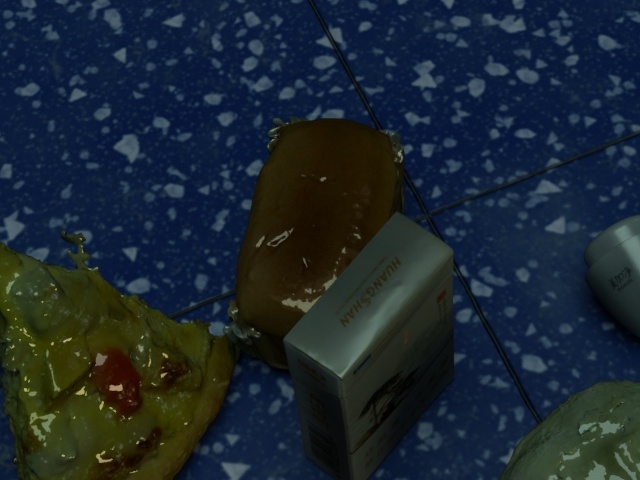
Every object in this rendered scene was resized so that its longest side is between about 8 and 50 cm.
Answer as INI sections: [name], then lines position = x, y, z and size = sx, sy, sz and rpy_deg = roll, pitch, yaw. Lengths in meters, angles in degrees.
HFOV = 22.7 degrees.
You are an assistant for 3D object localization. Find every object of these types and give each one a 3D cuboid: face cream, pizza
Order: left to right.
[pizza]
position = -0.202, 0.112, 1.335
size = 0.075, 0.288, 0.280
rpy_deg = 4, 51, 43
[face cream]
position = 0.291, 0.032, 1.447
size = 0.091, 0.091, 0.095
rpy_deg = -24, 67, -10

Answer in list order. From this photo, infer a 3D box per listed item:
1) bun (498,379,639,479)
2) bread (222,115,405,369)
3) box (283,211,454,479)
[bun]
position = 0.264, 0.226, 1.270
size = 0.239, 0.141, 0.239
rpy_deg = 0, 89, -7
[bread]
position = 0.000, 0.000, 1.483
size = 0.136, 0.107, 0.241
rpy_deg = 6, 59, 12
[box]
position = 0.046, 0.099, 1.341
size = 0.067, 0.233, 0.149
rpy_deg = 31, 66, 21
